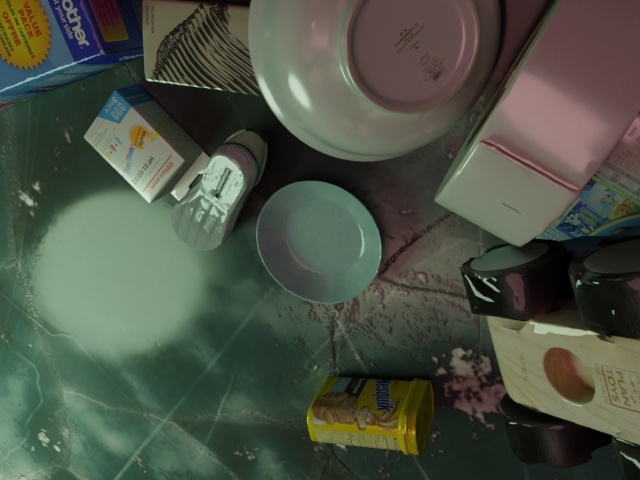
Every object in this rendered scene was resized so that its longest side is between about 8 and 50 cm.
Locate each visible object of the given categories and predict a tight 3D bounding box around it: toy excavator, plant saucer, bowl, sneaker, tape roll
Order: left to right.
[{"bbox_3d":[-0.142,-0.068,0.866,0.094,0.091,0.258,43,140,-6],"label":"sneaker"},{"bbox_3d":[0.000,0.000,0.867,0.195,0.037,0.194,7,113,17],"label":"plant saucer"},{"bbox_3d":[0.075,-0.215,0.622,0.298,0.134,0.297,-4,113,-11],"label":"bowl"},{"bbox_3d":[0.228,-0.137,0.587,0.100,0.286,0.286,31,118,5],"label":"tape roll"},{"bbox_3d":[0.432,0.053,0.553,0.433,0.445,0.222,-1,110,64],"label":"toy excavator"}]

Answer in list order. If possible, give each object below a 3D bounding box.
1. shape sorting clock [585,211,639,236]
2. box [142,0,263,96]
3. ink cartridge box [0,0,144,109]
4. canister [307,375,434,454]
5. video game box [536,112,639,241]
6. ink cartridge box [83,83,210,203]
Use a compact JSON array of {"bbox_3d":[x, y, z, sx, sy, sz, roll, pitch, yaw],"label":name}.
[{"bbox_3d":[0.397,0.063,0.697,0.206,0.040,0.206,8,115,16],"label":"shape sorting clock"},{"bbox_3d":[-0.089,-0.251,0.762,0.275,0.094,0.113,10,113,16],"label":"box"},{"bbox_3d":[-0.403,-0.355,0.806,0.396,0.151,0.269,-11,107,22],"label":"ink cartridge box"},{"bbox_3d":[0.078,0.264,0.900,0.170,0.126,0.073,-2,111,23],"label":"canister"},{"bbox_3d":[0.372,-0.048,0.707,0.205,0.048,0.187,32,117,5],"label":"video game box"},{"bbox_3d":[-0.256,-0.134,0.890,0.181,0.061,0.104,45,119,-3],"label":"ink cartridge box"}]
